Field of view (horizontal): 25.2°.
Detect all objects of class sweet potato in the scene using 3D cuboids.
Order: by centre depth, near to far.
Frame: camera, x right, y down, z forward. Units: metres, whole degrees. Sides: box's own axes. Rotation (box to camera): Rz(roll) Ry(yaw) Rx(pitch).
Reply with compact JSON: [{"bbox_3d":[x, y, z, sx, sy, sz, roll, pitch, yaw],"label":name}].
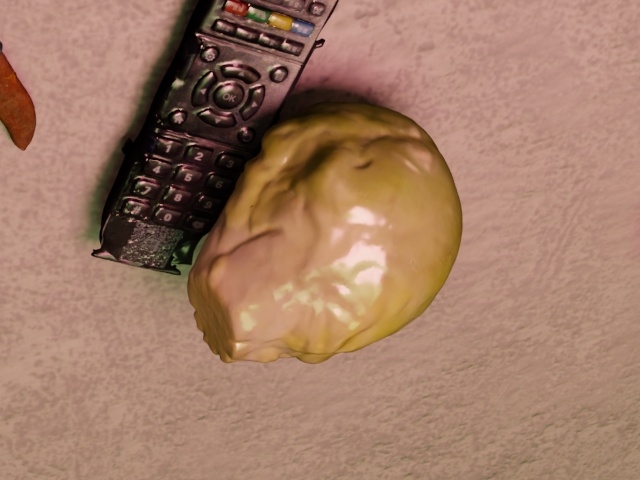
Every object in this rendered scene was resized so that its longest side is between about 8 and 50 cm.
[{"bbox_3d":[-0.341,-0.165,1.339,0.078,0.058,0.255,-26,139,25],"label":"sweet potato"}]

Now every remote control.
[{"bbox_3d":[-0.106,-0.134,1.448,0.145,0.062,0.399,13,122,-31],"label":"remote control"}]

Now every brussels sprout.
[{"bbox_3d":[0.011,-0.008,1.458,0.274,0.242,0.316,-38,175,39],"label":"brussels sprout"}]

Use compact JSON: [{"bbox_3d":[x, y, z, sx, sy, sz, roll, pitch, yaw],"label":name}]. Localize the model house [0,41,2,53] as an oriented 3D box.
[{"bbox_3d":[-0.395,-0.114,1.230,0.241,0.226,0.261,-31,172,-38],"label":"model house"}]
